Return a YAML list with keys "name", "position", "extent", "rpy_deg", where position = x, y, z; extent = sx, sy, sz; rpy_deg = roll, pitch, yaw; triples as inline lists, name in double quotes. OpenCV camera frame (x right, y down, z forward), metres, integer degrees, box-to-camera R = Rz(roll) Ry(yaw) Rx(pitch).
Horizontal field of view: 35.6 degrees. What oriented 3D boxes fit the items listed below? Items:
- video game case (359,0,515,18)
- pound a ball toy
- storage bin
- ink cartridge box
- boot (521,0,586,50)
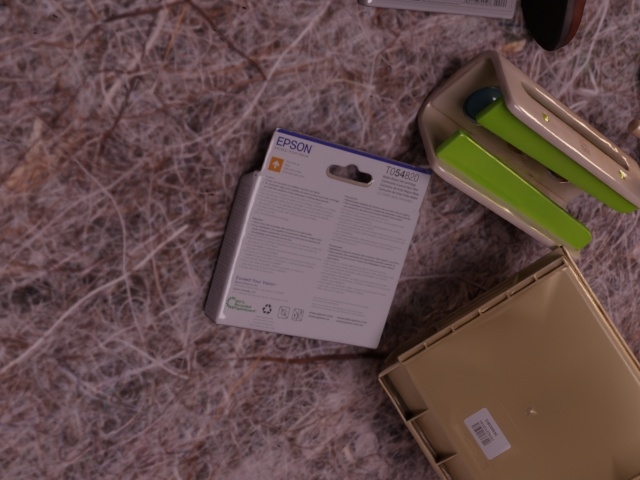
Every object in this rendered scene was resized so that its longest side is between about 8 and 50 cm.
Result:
- name: "video game case"
  position: [0.142, -0.344, 1.097]
  extent: [0.201, 0.023, 0.183]
  rpy_deg: [-2, 107, -27]
- name: "pound a ball toy"
  position: [0.298, -0.115, 1.173]
  extent: [0.319, 0.136, 0.208]
  rpy_deg: [28, 128, -33]
- name: "storage bin"
  position: [0.244, 0.187, 1.161]
  extent: [0.260, 0.123, 0.262]
  rpy_deg: [-33, 87, 11]
- name: "ink cartridge box"
  position: [0.000, 0.000, 1.120]
  extent: [0.223, 0.045, 0.224]
  rpy_deg: [13, 99, -32]
- name: "boot"
  position: [0.376, -0.362, 1.171]
  extent: [0.280, 0.096, 0.264]
  rpy_deg: [-9, 111, -25]
